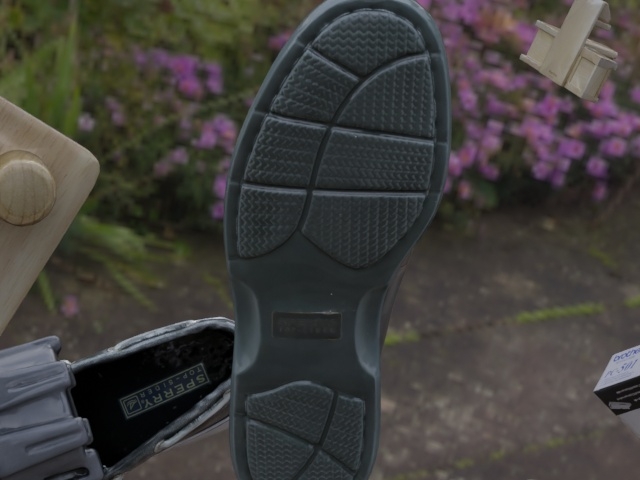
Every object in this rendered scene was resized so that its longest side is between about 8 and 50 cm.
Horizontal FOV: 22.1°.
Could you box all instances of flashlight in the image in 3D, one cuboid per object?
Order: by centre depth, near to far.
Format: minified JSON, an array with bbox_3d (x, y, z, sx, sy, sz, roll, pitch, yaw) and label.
[{"bbox_3d":[-0.296,0.136,1.001,0.304,0.103,0.103,-19,43,-7],"label":"flashlight"}]

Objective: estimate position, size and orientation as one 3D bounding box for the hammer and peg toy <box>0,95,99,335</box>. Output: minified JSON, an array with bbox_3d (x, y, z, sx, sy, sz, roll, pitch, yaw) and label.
[{"bbox_3d":[-0.313,0.046,0.897,0.266,0.361,0.127,31,1,-16],"label":"hammer and peg toy"}]

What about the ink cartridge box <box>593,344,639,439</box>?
[{"bbox_3d":[0.309,0.107,1.223,0.097,0.207,0.046,45,54,-12],"label":"ink cartridge box"}]

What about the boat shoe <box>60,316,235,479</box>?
[{"bbox_3d":[-0.179,0.139,1.102,0.306,0.105,0.113,-21,79,-2],"label":"boat shoe"}]

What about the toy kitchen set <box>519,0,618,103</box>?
[{"bbox_3d":[0.210,-0.143,1.219,0.075,0.068,0.083,14,18,-34],"label":"toy kitchen set"}]

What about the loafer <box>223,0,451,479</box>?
[{"bbox_3d":[0.000,0.000,0.771,0.096,0.268,0.084,8,25,-4],"label":"loafer"}]
